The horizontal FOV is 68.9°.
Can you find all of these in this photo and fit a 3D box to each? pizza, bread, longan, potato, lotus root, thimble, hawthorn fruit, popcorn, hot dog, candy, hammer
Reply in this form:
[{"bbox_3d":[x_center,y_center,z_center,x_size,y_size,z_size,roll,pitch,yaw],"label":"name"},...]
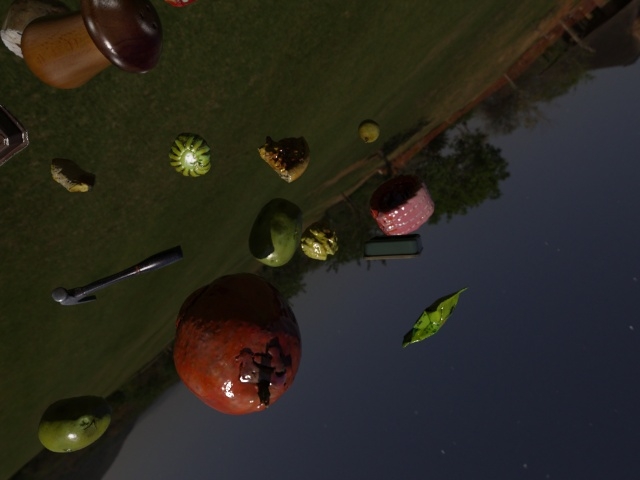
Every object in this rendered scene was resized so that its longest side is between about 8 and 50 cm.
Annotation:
[{"bbox_3d":[-0.158,-0.374,1.986,0.081,0.229,0.289,99,5,-50],"label":"pizza"},{"bbox_3d":[-0.400,-0.261,1.441,0.071,0.130,0.139,-101,-149,-54],"label":"bread"},{"bbox_3d":[0.150,-0.337,1.454,0.075,0.075,0.083,140,-34,-65],"label":"longan"},{"bbox_3d":[-0.707,0.528,1.348,0.186,0.148,0.253,5,160,-28],"label":"potato"},{"bbox_3d":[-0.851,-0.646,1.475,0.272,0.272,0.192,143,-42,-79],"label":"lotus root"},{"bbox_3d":[0.253,-0.112,1.457,0.190,0.125,0.163,-38,-142,-1],"label":"thimble"},{"bbox_3d":[-0.152,0.227,0.932,0.276,0.276,0.307,-42,-142,-3],"label":"hawthorn fruit"},{"bbox_3d":[0.000,0.000,1.369,0.116,0.106,0.121,-64,159,3],"label":"popcorn"},{"bbox_3d":[-0.653,-0.162,1.245,0.078,0.169,0.061,-34,147,-42],"label":"hot dog"},{"bbox_3d":[0.353,0.240,1.444,0.149,0.069,0.246,-28,153,-44],"label":"candy"},{"bbox_3d":[-0.469,0.083,1.116,0.290,0.037,0.137,-23,174,-16],"label":"hammer"},{"bbox_3d":[-0.185,-0.034,1.958,0.216,0.216,0.304,-41,-145,52],"label":"potato"}]

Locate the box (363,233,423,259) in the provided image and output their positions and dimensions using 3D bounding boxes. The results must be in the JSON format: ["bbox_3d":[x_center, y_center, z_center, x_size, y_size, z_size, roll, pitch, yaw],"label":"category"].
[{"bbox_3d":[0.122,0.009,0.770,0.091,0.031,0.126,-3,-176,17],"label":"box"}]

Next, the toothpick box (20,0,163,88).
[{"bbox_3d":[-0.479,-0.430,0.991,0.294,0.192,0.192,-8,-164,25],"label":"toothpick box"}]

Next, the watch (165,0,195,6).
[{"bbox_3d":[-0.453,-0.866,1.425,0.165,0.102,0.268,-36,138,-36],"label":"watch"}]

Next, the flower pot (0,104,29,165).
[{"bbox_3d":[-1.179,-0.358,1.650,0.251,0.179,0.084,-27,-156,18],"label":"flower pot"}]
